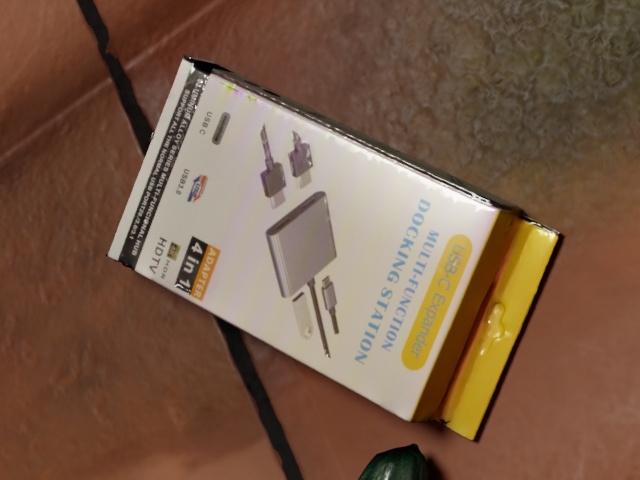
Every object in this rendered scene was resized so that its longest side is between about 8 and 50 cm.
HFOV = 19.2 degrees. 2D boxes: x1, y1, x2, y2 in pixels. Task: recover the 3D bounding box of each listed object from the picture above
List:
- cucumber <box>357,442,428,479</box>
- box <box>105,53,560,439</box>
[{"bbox_3d":[0.031,0.157,1.001,0.048,0.048,0.105,16,95,30],"label":"cucumber"},{"bbox_3d":[0.000,0.000,1.035,0.247,0.033,0.129,26,100,29],"label":"box"}]
